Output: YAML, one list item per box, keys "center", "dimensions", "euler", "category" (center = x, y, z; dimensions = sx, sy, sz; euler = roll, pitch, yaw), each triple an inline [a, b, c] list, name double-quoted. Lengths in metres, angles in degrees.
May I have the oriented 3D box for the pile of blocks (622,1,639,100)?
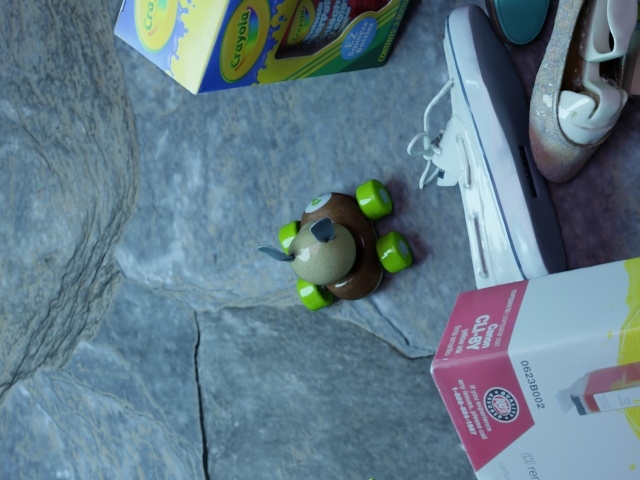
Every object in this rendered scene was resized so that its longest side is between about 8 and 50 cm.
- center: [0.457, -0.318, 1.511]
  dimensions: [0.149, 0.113, 0.362]
  euler: [38, 101, 27]
  category: "pile of blocks"

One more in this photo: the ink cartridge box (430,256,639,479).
- center: [0.354, 0.172, 1.407]
  dimensions: [0.385, 0.160, 0.279]
  euler: [-14, 113, 26]
  category: "ink cartridge box"

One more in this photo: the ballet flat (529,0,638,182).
- center: [0.315, -0.207, 1.523]
  dimensions: [0.106, 0.108, 0.315]
  euler: [-137, 47, -60]
  category: "ballet flat"

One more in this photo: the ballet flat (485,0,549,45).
- center: [0.233, -0.385, 1.620]
  dimensions: [0.096, 0.095, 0.280]
  euler: [-135, 36, -60]
  category: "ballet flat"

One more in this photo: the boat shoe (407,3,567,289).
- center: [0.184, -0.102, 1.630]
  dimensions: [0.157, 0.136, 0.367]
  euler: [-18, 85, 28]
  category: "boat shoe"

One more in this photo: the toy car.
- center: [0.000, 0.000, 1.671]
  dimensions: [0.155, 0.188, 0.148]
  euler: [-27, 72, 22]
  category: "toy car"

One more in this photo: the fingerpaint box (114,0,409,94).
- center: [-0.006, -0.415, 1.552]
  dimensions: [0.163, 0.371, 0.444]
  euler: [38, 122, 27]
  category: "fingerpaint box"

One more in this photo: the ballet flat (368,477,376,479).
- center: [0.134, 0.364, 1.622]
  dimensions: [0.231, 0.077, 0.077]
  euler: [24, 78, 30]
  category: "ballet flat"
